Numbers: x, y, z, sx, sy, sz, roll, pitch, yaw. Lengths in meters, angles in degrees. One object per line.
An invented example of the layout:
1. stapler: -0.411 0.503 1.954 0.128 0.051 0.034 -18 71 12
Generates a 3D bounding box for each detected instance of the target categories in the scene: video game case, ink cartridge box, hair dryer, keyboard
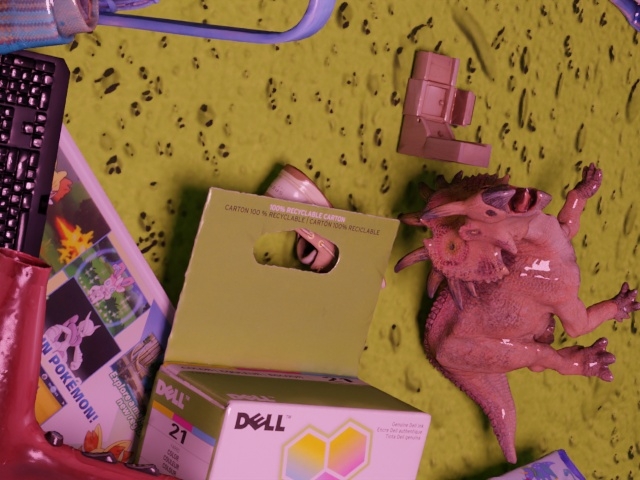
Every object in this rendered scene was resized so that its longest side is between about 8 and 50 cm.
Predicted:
1. video game case: -0.227 0.113 0.934 0.300 0.036 0.329 -40 119 -23
2. ink cartridge box: -0.016 0.106 0.991 0.189 0.097 0.255 9 99 -38
3. hair dryer: -0.163 0.144 0.881 0.224 0.080 0.293 -21 103 -11
4. keyboard: -0.210 -0.027 0.873 0.100 0.038 0.192 7 94 -36

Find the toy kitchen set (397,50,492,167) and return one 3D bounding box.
1. toy kitchen set: 0.116 -0.102 1.108 0.068 0.075 0.083 7 95 -37

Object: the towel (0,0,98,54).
1. towel: -0.301 -0.214 0.673 0.370 0.040 0.271 -4 104 6

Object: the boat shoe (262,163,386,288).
1. boat shoe: 0.000 0.000 1.068 0.045 0.050 0.135 -44 120 -6

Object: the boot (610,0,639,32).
1. boot: 0.346 -0.210 1.252 0.258 0.095 0.123 29 88 -27

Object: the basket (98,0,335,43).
1. basket: -0.125 -0.235 0.768 0.201 0.289 0.254 -22 112 -65

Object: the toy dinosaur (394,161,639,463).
1. toy dinosaur: 0.136 0.046 1.126 0.200 0.127 0.295 -2 127 -24

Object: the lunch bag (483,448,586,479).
1. lunch bag: 0.162 0.267 1.208 0.129 0.096 0.151 -14 137 -33
